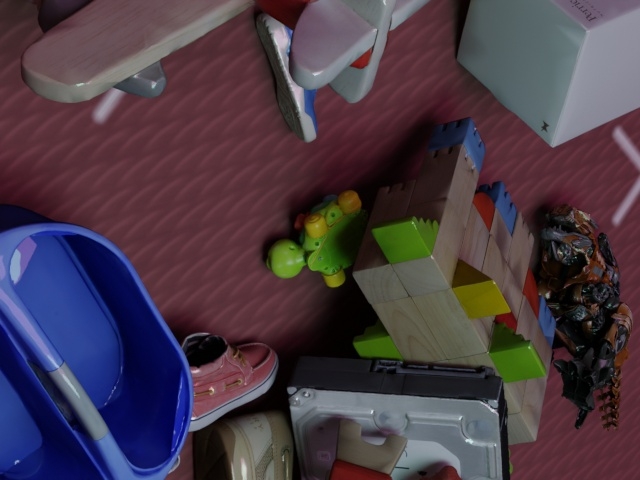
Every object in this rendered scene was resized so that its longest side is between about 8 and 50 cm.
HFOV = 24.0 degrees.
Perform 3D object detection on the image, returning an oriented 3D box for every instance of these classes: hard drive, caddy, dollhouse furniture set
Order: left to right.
[{"bbox_3d":[-0.266,0.127,1.455,0.241,0.179,0.341,-39,125,-19],"label":"caddy"},{"bbox_3d":[0.073,0.398,1.669,0.152,0.201,0.374,-70,174,-50],"label":"dollhouse furniture set"},{"bbox_3d":[0.098,0.283,1.716,0.064,0.237,0.339,-70,158,-52],"label":"hard drive"}]

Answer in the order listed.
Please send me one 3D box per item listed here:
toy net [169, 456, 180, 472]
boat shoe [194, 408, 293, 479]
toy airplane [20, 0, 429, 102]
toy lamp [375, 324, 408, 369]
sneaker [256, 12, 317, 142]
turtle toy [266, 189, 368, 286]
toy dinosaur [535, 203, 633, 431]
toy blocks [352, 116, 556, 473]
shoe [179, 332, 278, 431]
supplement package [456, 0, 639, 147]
[{"bbox_3d":[-0.220,0.276,1.623,0.232,0.045,0.122,-37,123,-21],"label":"toy net"},{"bbox_3d":[-0.070,0.360,1.713,0.110,0.121,0.341,-11,110,-32],"label":"boat shoe"},{"bbox_3d":[-0.084,-0.275,1.396,0.386,0.272,0.384,8,68,-24],"label":"toy airplane"},{"bbox_3d":[0.087,0.222,1.810,0.080,0.080,0.275,-10,110,-34],"label":"toy lamp"},{"bbox_3d":[-0.008,-0.185,1.614,0.084,0.058,0.152,-25,113,-18],"label":"sneaker"},{"bbox_3d":[0.000,0.000,1.677,0.130,0.066,0.095,-34,125,-22],"label":"turtle toy"},{"bbox_3d":[0.339,0.116,1.923,0.322,0.164,0.218,54,54,-13],"label":"toy dinosaur"},{"bbox_3d":[0.168,0.045,1.721,0.381,0.191,0.261,59,33,-31],"label":"toy blocks"},{"bbox_3d":[-0.100,0.132,1.617,0.178,0.063,0.081,-31,137,-50],"label":"shoe"},{"bbox_3d":[0.332,-0.265,1.727,0.293,0.177,0.175,-25,146,-28],"label":"supplement package"}]
